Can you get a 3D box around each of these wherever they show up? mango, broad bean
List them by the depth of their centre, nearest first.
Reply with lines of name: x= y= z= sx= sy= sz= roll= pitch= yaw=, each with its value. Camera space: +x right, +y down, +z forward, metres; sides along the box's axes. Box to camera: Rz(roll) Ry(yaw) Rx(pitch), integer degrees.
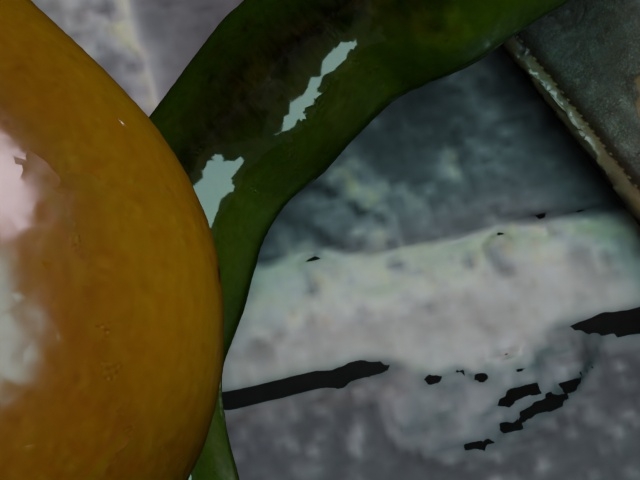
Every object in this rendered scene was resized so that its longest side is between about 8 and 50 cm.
mango: x=-0.139 y=-0.003 z=0.530 sx=0.175 sy=0.139 sz=0.254 roll=-45 pitch=69 yaw=-1
broad bean: x=0.000 y=0.000 z=0.584 sx=0.144 sy=0.049 sz=0.292 roll=19 pitch=88 yaw=12

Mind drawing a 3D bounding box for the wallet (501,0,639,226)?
wallet: x=0.130 y=-0.066 z=0.618 sx=0.122 sy=0.031 sz=0.232 roll=-37 pitch=96 yaw=11
